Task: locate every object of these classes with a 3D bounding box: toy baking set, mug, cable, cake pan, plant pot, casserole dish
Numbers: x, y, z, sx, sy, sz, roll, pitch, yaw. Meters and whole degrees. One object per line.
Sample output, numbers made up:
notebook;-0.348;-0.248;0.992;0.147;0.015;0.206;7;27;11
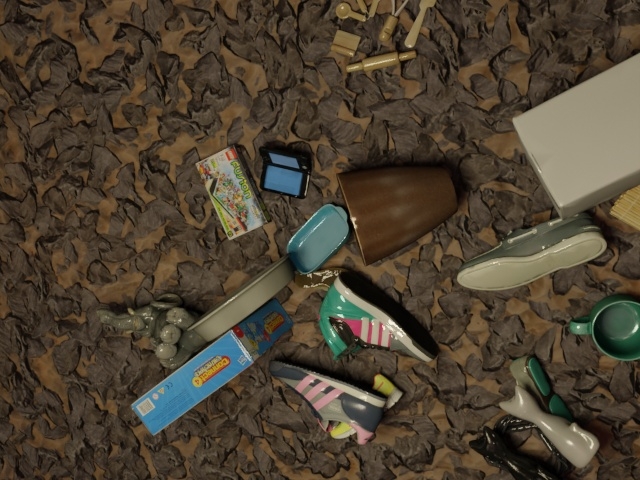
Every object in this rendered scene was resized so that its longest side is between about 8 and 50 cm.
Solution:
toy baking set;0.142;-0.486;1.453;0.256;0.030;0.196;-4;96;15
mug;0.629;0.174;1.381;0.158;0.097;0.129;32;104;9
cable;0.483;0.478;1.492;0.185;0.047;0.150;21;97;13
cake pan;-0.172;0.134;1.482;0.293;0.293;0.054;-36;92;16
plant pot;0.175;-0.080;1.426;0.231;0.215;0.215;-18;93;1
casserole dish;0.000;0.000;1.532;0.188;0.037;0.114;-46;55;15

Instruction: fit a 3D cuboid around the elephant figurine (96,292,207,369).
elephant figurine;-0.405;0.204;1.631;0.239;0.186;0.169;21;67;40

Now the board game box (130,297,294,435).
board game box;-0.240;0.285;1.514;0.308;0.302;0.086;-37;88;16

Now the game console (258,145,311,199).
game console;-0.090;-0.161;1.538;0.122;0.107;0.071;13;72;12

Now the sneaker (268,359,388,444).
sneaker;-0.004;0.373;1.522;0.319;0.112;0.131;14;85;33

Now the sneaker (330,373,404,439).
sneaker;0.097;0.399;1.566;0.208;0.081;0.094;-40;78;10

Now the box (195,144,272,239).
box;-0.213;-0.118;1.590;0.114;0.036;0.207;-24;91;16

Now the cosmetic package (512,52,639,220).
cosmetic package;0.606;-0.224;1.280;0.385;0.156;0.217;-26;72;18

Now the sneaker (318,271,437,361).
sneaker;0.111;0.225;1.511;0.295;0.124;0.178;38;114;-3

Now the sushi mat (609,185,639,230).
sushi mat;0.786;-0.042;1.352;0.317;0.019;0.151;31;103;8

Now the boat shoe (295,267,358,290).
boat shoe;0.017;0.096;1.561;0.153;0.048;0.056;-5;84;8

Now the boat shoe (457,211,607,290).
boat shoe;0.453;0.023;1.425;0.320;0.116;0.099;-20;49;23

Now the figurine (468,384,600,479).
figurine;0.461;0.441;1.412;0.209;0.092;0.214;34;115;16

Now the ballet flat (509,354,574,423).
ballet flat;0.499;0.358;1.465;0.068;0.072;0.213;-31;88;44
